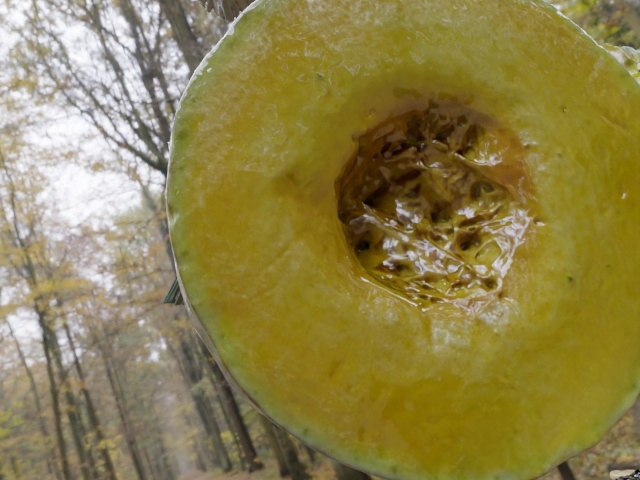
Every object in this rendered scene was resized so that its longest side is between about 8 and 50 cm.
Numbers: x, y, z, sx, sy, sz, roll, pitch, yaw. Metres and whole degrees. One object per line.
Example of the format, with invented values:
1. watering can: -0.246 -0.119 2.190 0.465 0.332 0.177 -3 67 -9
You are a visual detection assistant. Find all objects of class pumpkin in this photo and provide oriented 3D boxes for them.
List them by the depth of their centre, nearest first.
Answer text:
1. pumpkin: 0.059 -0.007 0.486 0.332 0.333 0.199 -19 -9 -15

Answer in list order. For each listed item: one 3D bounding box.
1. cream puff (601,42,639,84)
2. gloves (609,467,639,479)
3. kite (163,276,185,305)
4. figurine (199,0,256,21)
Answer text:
1. cream puff: 0.400 -0.068 0.807 0.378 0.275 0.378 -42 -27 -27
2. gloves: 0.441 0.379 0.920 0.164 0.203 0.124 6 -64 -13
3. kite: 0.000 0.000 0.793 0.405 0.369 0.014 -15 27 2
4. figurine: -0.201 -0.400 0.880 0.207 0.166 0.386 10 3 37
